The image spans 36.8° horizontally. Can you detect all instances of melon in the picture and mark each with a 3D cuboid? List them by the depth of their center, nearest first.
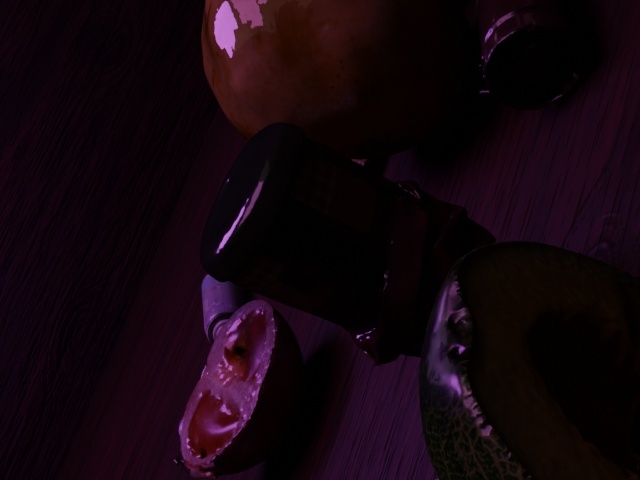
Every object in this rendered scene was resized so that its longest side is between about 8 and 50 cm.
[{"bbox_3d":[0.122,0.114,0.581,0.129,0.169,0.265,-54,17,35],"label":"melon"}]

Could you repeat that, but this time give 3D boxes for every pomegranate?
[{"bbox_3d":[0.023,-0.246,1.139,0.332,0.333,0.332,-55,18,28],"label":"pomegranate"}]

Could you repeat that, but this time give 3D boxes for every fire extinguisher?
[{"bbox_3d":[0.203,-0.269,1.019,0.141,0.105,0.341,-49,25,38],"label":"fire extinguisher"}]

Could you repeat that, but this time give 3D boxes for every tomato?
[{"bbox_3d":[-0.077,0.196,1.181,0.228,0.112,0.199,-65,24,-6],"label":"tomato"}]

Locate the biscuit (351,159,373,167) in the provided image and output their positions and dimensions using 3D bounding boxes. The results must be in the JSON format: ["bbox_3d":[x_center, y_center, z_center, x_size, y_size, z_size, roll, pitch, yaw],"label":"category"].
[{"bbox_3d":[0.041,-0.108,1.361,0.120,0.015,0.120,-31,16,10],"label":"biscuit"}]

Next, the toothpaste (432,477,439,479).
[{"bbox_3d":[0.102,0.204,0.762,0.218,0.033,0.052,-38,34,48],"label":"toothpaste"}]

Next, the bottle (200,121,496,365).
[{"bbox_3d":[0.046,0.026,0.763,0.156,0.271,0.143,-43,28,48],"label":"bottle"}]

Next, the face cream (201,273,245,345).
[{"bbox_3d":[-0.161,0.120,1.622,0.075,0.075,0.229,-61,16,12],"label":"face cream"}]
